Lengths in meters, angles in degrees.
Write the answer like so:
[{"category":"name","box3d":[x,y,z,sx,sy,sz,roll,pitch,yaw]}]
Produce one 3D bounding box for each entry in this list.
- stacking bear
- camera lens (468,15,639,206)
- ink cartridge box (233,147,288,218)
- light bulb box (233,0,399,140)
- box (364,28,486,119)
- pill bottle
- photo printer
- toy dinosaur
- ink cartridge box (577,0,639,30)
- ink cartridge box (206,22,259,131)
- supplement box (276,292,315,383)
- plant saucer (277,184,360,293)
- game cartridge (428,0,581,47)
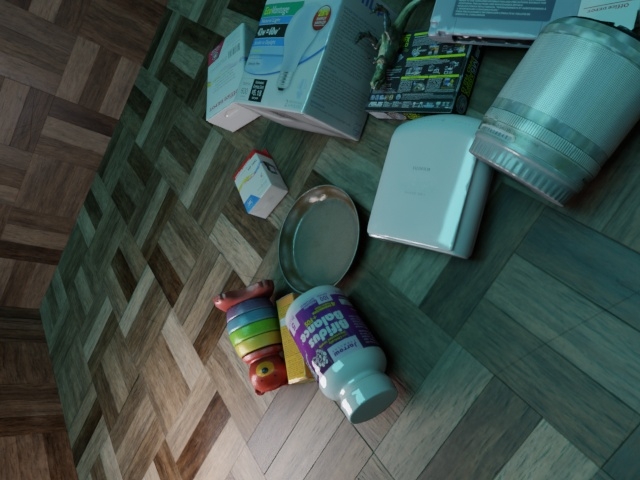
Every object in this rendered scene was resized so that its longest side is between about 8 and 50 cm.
[{"category":"stacking bear","box3d":[-0.174,0.283,1.322,0.164,0.176,0.288,98,154,-69]},{"category":"camera lens","box3d":[0.425,-0.226,0.825,0.219,0.220,0.274,46,111,41]},{"category":"ink cartridge box","box3d":[-0.207,-0.202,1.540,0.134,0.078,0.231,-48,50,24]},{"category":"light bulb box","box3d":[-0.019,-0.511,1.337,0.358,0.225,0.360,24,97,45]},{"category":"box","box3d":[0.254,-0.410,1.159,0.270,0.060,0.216,17,90,45]},{"category":"pill bottle","box3d":[0.049,0.262,1.096,0.169,0.169,0.301,-53,48,20]},{"category":"photo printer","box3d":[0.253,-0.131,1.049,0.256,0.107,0.307,16,90,46]},{"category":"toy dinosaur","box3d":[0.161,-0.513,1.163,0.268,0.118,0.064,-63,17,8]},{"category":"ink cartridge box","box3d":[0.555,-0.457,0.874,0.104,0.062,0.181,14,88,46]},{"category":"ink cartridge box","box3d":[-0.301,-0.585,1.702,0.226,0.131,0.305,-18,68,40]},{"category":"supplement box","box3d":[-0.056,0.264,1.263,0.080,0.078,0.233,-32,57,34]},{"category":"plant saucer","box3d":[0.000,0.000,1.302,0.311,0.050,0.310,-13,70,41]},{"category":"game cartridge","box3d":[0.399,-0.518,0.994,0.298,0.062,0.197,17,89,26]}]
